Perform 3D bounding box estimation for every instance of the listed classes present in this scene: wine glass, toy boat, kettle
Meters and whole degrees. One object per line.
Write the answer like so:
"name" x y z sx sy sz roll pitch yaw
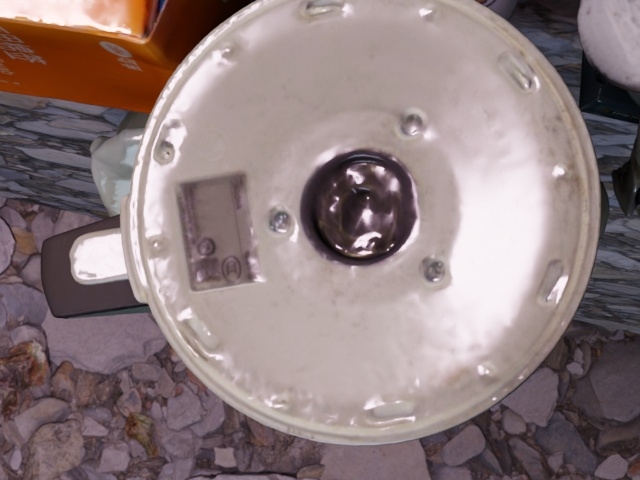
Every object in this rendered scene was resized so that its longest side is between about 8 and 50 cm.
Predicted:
"wine glass" 0.237 -0.115 1.093 0.111 0.111 0.204 5 174 33
"toy boat" 0.258 -0.109 1.354 0.141 0.055 0.060 10 165 -15
"kettle" 0.000 0.000 1.154 0.361 0.250 0.377 -14 176 9

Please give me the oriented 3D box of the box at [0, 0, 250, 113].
"box" -0.223 -0.177 1.090 0.341 0.143 0.225 10 174 8

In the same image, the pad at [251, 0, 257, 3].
"pad" -0.090 -0.161 1.383 0.376 0.063 0.315 10 173 -3

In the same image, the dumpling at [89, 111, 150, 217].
"dumpling" -0.097 -0.064 1.717 0.212 0.270 0.320 32 -164 -4

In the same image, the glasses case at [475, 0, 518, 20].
"glasses case" 0.048 -0.172 1.067 0.178 0.067 0.045 15 171 -37

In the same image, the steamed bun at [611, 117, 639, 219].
"steamed bun" 0.323 -0.029 1.303 0.211 0.144 0.218 -7 156 -9
